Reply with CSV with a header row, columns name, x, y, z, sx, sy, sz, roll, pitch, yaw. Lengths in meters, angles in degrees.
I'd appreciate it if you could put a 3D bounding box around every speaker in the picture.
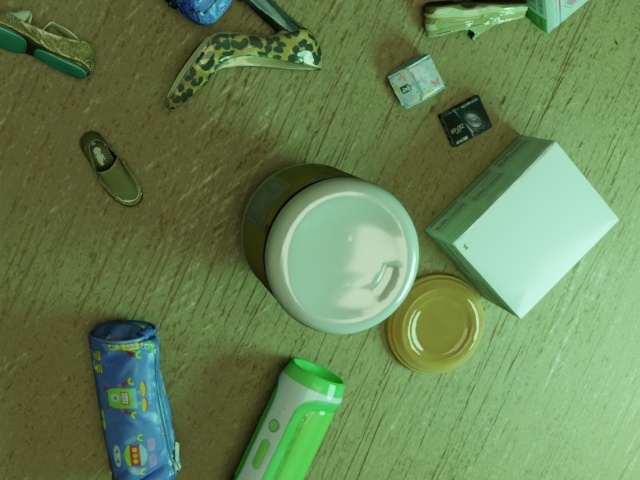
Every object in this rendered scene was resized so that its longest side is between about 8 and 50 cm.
name,x,y,z,sx,sy,sz,roll,pitch,yaw
speaker,-0.066,0.369,1.683,0.131,0.131,0.296,24,93,-17

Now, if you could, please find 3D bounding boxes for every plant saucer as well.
name,x,y,z,sx,sy,sz,roll,pitch,yaw
plant saucer,0.223,0.162,1.764,0.200,0.037,0.200,-3,101,-14

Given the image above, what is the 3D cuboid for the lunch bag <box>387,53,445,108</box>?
name,x,y,z,sx,sy,sz,roll,pitch,yaw
lunch bag,0.170,-0.283,1.658,0.083,0.053,0.071,-28,105,1

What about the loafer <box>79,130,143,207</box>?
name,x,y,z,sx,sy,sz,roll,pitch,yaw
loafer,-0.352,-0.115,1.555,0.056,0.050,0.148,-39,107,-5

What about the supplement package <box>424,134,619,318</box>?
name,x,y,z,sx,sy,sz,roll,pitch,yaw
supplement package,0.369,-0.028,1.710,0.262,0.145,0.204,-44,107,-2

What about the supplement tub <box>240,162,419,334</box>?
name,x,y,z,sx,sy,sz,roll,pitch,yaw
supplement tub,0.000,0.000,1.521,0.241,0.331,0.241,-3,101,-14

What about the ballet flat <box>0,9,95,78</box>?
name,x,y,z,sx,sy,sz,roll,pitch,yaw
ballet flat,-0.459,-0.327,1.488,0.206,0.073,0.067,23,67,-20

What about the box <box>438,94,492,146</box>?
name,x,y,z,sx,sy,sz,roll,pitch,yaw
box,0.267,-0.220,1.712,0.083,0.018,0.067,-28,106,-8

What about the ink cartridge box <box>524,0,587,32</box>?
name,x,y,z,sx,sy,sz,roll,pitch,yaw
ink cartridge box,0.461,-0.481,1.661,0.209,0.062,0.109,-39,152,-5

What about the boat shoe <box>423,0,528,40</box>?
name,x,y,z,sx,sy,sz,roll,pitch,yaw
boat shoe,0.277,-0.395,1.664,0.190,0.068,0.072,-4,114,-4

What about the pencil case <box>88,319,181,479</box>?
name,x,y,z,sx,sy,sz,roll,pitch,yaw
pencil case,-0.317,0.288,1.603,0.133,0.119,0.306,-3,103,16

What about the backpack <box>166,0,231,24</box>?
name,x,y,z,sx,sy,sz,roll,pitch,yaw
backpack,-0.205,-0.408,1.513,0.120,0.101,0.098,41,95,-22

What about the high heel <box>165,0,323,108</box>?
name,x,y,z,sx,sy,sz,roll,pitch,yaw
high heel,-0.123,-0.279,1.561,0.186,0.093,0.261,41,83,-16
